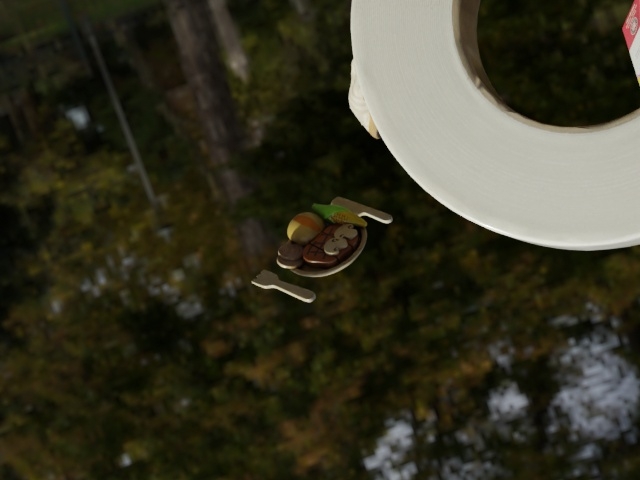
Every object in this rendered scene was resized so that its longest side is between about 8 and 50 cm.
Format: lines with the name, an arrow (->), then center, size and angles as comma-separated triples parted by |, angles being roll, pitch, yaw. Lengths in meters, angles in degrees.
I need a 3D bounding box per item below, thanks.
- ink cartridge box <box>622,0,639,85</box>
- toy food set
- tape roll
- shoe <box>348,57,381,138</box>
ink cartridge box -> 0.387, -0.204, 1.620 | 0.072, 0.175, 0.127 | 2, 142, -11
toy food set -> 0.000, 0.000, 2.145 | 0.132, 0.038, 0.192 | 18, -126, 41
tape roll -> 0.218, -0.186, 1.262 | 0.392, 0.392, 0.072 | -16, 171, 17
shoe -> 0.078, -0.201, 2.114 | 0.076, 0.058, 0.219 | -45, 166, -6
